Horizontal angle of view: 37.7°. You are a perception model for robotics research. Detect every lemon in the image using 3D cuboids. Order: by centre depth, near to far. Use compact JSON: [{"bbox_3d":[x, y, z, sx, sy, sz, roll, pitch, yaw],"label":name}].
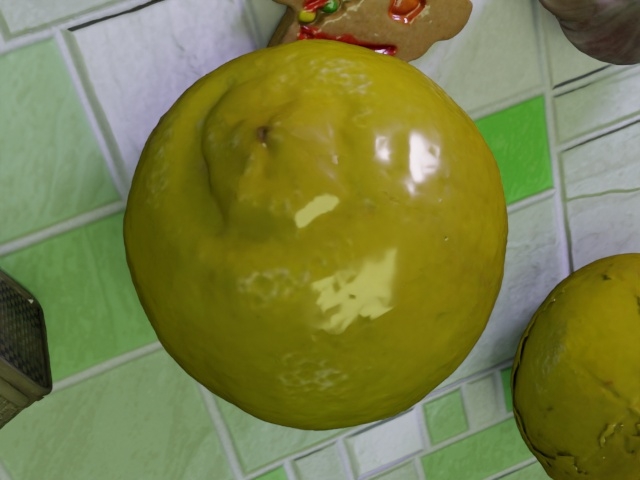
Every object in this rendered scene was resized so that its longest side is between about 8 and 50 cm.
[{"bbox_3d":[0.000,0.000,0.807,0.348,0.348,0.347,-9,120,-17],"label":"lemon"},{"bbox_3d":[0.361,0.161,1.065,0.297,0.297,0.297,-9,120,-17],"label":"lemon"}]

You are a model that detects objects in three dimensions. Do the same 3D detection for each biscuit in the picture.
[{"bbox_3d":[0.036,-0.243,0.857,0.212,0.041,0.238,-20,123,-8],"label":"biscuit"}]

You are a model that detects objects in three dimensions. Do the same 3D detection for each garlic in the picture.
[{"bbox_3d":[0.331,-0.271,0.854,0.207,0.257,0.207,3,85,-33],"label":"garlic"}]

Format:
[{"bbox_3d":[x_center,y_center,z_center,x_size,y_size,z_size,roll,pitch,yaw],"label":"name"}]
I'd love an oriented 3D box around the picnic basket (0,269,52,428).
[{"bbox_3d":[-0.368,0.067,0.793,0.139,0.165,0.266,-40,123,4],"label":"picnic basket"}]
